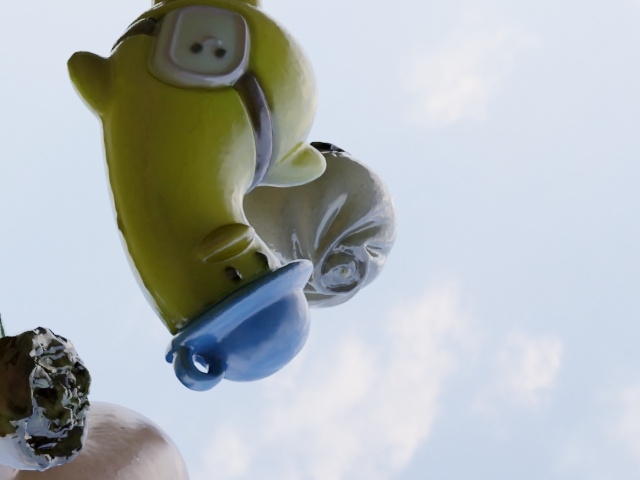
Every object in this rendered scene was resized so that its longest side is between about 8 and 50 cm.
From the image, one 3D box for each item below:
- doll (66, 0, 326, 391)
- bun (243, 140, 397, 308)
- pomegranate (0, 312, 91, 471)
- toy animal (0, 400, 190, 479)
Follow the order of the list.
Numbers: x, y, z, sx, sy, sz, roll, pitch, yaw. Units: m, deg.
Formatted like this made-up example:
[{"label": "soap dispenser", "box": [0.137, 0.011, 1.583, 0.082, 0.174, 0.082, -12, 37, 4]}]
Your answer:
[{"label": "doll", "box": [-0.085, -0.062, 0.989, 0.145, 0.199, 0.363, 132, -37, -51]}, {"label": "bun", "box": [0.000, 0.000, 1.391, 0.173, 0.173, 0.120, -35, -133, -2]}, {"label": "pomegranate", "box": [-0.162, 0.033, 0.454, 0.169, 0.122, 0.143, -20, 174, 22]}, {"label": "toy animal", "box": [-0.214, 0.206, 1.041, 0.213, 0.195, 0.256, -25, 179, 23]}]
